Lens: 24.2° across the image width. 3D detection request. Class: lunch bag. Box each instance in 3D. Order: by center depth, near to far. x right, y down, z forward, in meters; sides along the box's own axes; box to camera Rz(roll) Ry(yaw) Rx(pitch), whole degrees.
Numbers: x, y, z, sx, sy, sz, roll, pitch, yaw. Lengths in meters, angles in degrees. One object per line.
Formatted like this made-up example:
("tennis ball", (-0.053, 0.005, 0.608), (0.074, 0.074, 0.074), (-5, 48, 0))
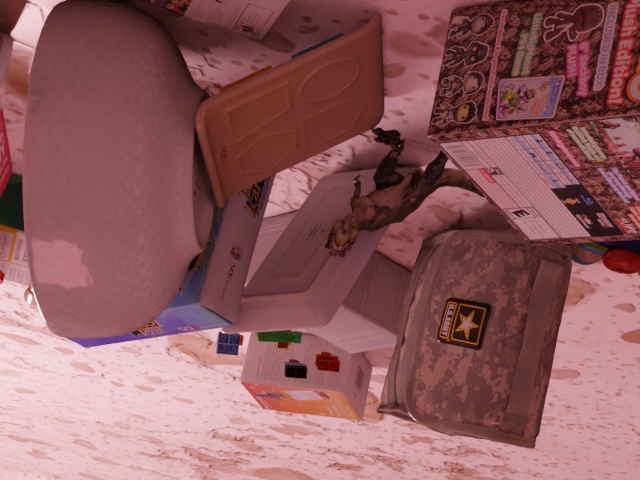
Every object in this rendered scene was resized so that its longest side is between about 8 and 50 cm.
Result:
("lunch bag", (0.187, 0.113, 1.731), (0.169, 0.235, 0.287), (16, 172, -11))

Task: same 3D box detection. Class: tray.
("tray", (0.000, 0.000, 1.641), (0.145, 0.270, 0.030), (-5, 127, 36))

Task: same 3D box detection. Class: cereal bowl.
("cereal bowl", (-0.182, -0.067, 1.464), (0.141, 0.339, 0.339), (2, 156, 5))

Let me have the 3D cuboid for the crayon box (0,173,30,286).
("crayon box", (-0.496, -0.038, 2.004), (0.323, 0.083, 0.203), (16, 157, -10))

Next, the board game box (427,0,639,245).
("board game box", (0.284, -0.112, 1.357), (0.291, 0.141, 0.232), (-3, 153, 33))

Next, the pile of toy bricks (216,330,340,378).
("pile of toy bricks", (-0.063, 0.127, 2.167), (0.212, 0.118, 0.105), (6, -170, -8))

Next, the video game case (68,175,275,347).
("video game case", (-0.175, -0.011, 1.693), (0.269, 0.244, 0.061), (-11, 146, 43))

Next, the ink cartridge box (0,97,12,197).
("ink cartridge box", (-0.460, -0.182, 1.386), (0.279, 0.160, 0.385), (9, 133, 8))

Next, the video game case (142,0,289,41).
("video game case", (-0.110, -0.272, 1.314), (0.210, 0.042, 0.232), (18, 156, -13))

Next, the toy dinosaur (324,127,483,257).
("toy dinosaur", (0.096, -0.066, 1.598), (0.064, 0.268, 0.118), (36, 131, 33))

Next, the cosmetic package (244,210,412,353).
("cosmetic package", (0.010, 0.058, 1.950), (0.127, 0.107, 0.238), (-11, 145, 44))

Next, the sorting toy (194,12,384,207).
("sorting toy", (-0.028, -0.130, 1.472), (0.208, 0.038, 0.193), (-30, 158, -10))

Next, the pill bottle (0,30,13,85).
("pill bottle", (-0.427, -0.199, 1.556), (0.186, 0.112, 0.112), (23, 155, -22))

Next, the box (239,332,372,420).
("box", (-0.021, 0.210, 2.328), (0.170, 0.091, 0.130), (4, 156, 19))

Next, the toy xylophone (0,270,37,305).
("toy xylophone", (-0.487, 0.042, 1.974), (0.236, 0.081, 0.323), (12, 158, 0))

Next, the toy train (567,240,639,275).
("toy train", (0.402, 0.017, 1.664), (0.248, 0.105, 0.143), (17, 167, -12))
